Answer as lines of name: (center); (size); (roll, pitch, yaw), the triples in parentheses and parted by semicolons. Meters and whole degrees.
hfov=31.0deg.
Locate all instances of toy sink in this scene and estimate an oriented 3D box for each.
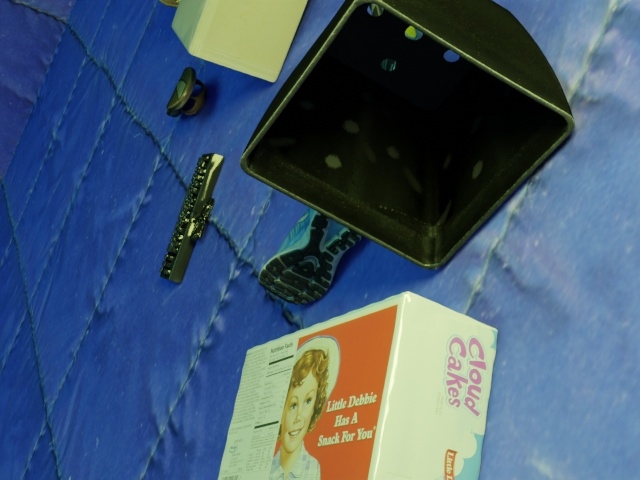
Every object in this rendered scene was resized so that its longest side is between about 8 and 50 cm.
toy sink: (-0.082, -0.343, 1.473); (0.234, 0.131, 0.153); (-68, 23, 16)

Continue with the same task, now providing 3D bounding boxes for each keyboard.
keyboard: (-0.174, -0.032, 1.556); (0.108, 0.023, 0.180); (10, 81, 66)

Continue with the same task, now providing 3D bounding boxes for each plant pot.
plant pot: (0.070, -0.125, 0.921); (0.188, 0.187, 0.167); (-50, 20, 39)

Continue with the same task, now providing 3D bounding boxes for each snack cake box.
snack cake box: (0.019, 0.147, 0.909); (0.264, 0.089, 0.152); (-25, 47, 58)

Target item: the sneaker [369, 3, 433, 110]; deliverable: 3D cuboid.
sneaker: (0.065, -0.185, 1.103); (0.078, 0.067, 0.188); (-45, 36, 32)

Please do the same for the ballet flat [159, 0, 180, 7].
ballet flat: (-0.195, -0.499, 1.892); (0.124, 0.116, 0.342); (114, 168, -67)

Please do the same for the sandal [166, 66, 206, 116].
sandal: (-0.197, -0.214, 1.730); (0.072, 0.049, 0.180); (-66, 8, -6)

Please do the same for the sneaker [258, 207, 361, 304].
sneaker: (0.000, 0.000, 1.129); (0.162, 0.063, 0.073); (-47, 14, 34)
